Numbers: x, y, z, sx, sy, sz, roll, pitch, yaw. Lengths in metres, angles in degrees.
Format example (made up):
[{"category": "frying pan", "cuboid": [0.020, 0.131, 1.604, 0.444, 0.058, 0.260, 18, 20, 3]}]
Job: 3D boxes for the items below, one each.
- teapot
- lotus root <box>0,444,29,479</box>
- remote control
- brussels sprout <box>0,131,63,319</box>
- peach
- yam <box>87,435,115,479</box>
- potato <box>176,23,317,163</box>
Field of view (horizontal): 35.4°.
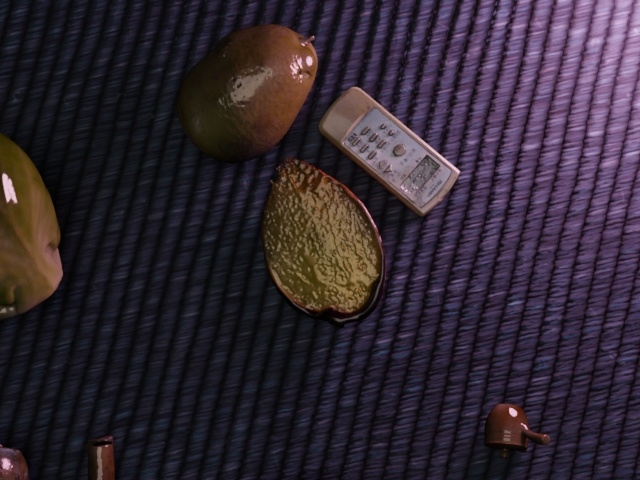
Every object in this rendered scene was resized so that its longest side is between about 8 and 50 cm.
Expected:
[{"category": "teapot", "cuboid": [0.305, 0.291, 1.518, 0.085, 0.110, 0.080, 22, 66, -37]}, {"category": "lotus root", "cuboid": [-0.547, 0.457, 1.526, 0.158, 0.140, 0.322, 14, 87, 4]}, {"category": "remote control", "cuboid": [0.108, -0.143, 1.604, 0.233, 0.038, 0.098, 41, 88, 6]}, {"category": "brussels sprout", "cuboid": [-0.554, -0.030, 1.510, 0.354, 0.281, 0.289, 46, 57, -15]}, {"category": "peach", "cuboid": [0.001, 0.002, 1.580, 0.189, 0.068, 0.279, -19, 85, 9]}, {"category": "yam", "cuboid": [-0.339, 0.440, 1.562, 0.046, 0.046, 0.264, -3, 83, 3]}, {"category": "potato", "cuboid": [-0.107, -0.239, 1.571, 0.251, 0.159, 0.174, -42, 109, 10]}]
